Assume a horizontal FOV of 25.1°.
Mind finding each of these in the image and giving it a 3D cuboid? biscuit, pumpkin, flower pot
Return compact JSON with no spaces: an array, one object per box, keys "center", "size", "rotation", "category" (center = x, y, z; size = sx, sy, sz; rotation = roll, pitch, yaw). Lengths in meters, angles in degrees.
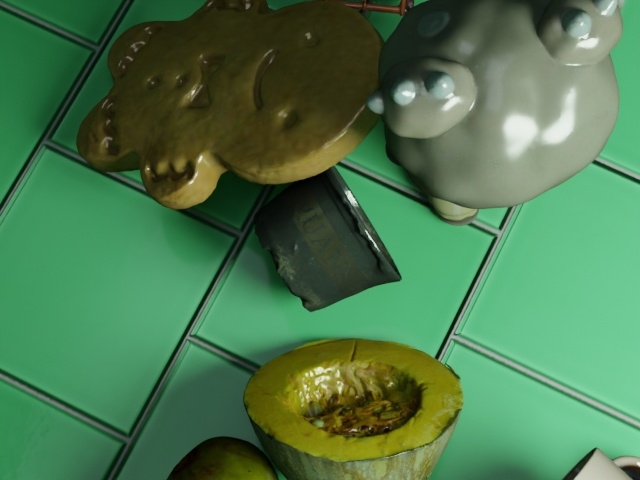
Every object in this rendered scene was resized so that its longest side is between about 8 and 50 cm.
[{"center":[-0.094,-0.157,1.501],"size":[0.354,0.052,0.275],"rotation":[5,63,31],"category":"biscuit"},{"center":[0.034,0.191,1.425],"size":[0.217,0.217,0.110],"rotation":[-1,110,1],"category":"pumpkin"},{"center":[0.000,0.000,1.484],"size":[0.106,0.157,0.157],"rotation":[-32,73,6],"category":"flower pot"}]

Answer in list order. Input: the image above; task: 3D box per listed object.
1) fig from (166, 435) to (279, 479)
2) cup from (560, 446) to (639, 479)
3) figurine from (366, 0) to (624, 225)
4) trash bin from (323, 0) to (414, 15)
[{"center":[-0.050,0.292,1.419],"size":[0.236,0.124,0.124],"rotation":[39,76,-12],"category":"fig"},{"center":[0.287,0.316,1.361],"size":[0.200,0.191,0.253],"rotation":[41,45,10],"category":"cup"},{"center":[0.161,-0.116,1.390],"size":[0.248,0.380,0.203],"rotation":[-20,77,-4],"category":"figurine"},{"center":[0.057,-0.368,1.548],"size":[0.161,0.239,0.185],"rotation":[7,74,4],"category":"trash bin"}]
